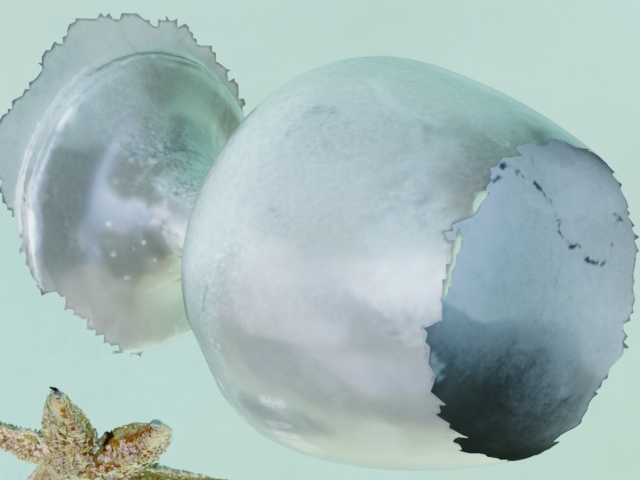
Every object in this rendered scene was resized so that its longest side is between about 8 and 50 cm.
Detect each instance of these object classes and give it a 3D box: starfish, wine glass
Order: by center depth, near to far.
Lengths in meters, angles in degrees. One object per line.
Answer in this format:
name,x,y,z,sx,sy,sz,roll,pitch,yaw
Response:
wine glass,0.000,0.000,1.076,0.323,0.238,0.238,12,108,40
starfish,-0.176,0.173,1.528,0.241,0.227,0.043,13,67,-9
